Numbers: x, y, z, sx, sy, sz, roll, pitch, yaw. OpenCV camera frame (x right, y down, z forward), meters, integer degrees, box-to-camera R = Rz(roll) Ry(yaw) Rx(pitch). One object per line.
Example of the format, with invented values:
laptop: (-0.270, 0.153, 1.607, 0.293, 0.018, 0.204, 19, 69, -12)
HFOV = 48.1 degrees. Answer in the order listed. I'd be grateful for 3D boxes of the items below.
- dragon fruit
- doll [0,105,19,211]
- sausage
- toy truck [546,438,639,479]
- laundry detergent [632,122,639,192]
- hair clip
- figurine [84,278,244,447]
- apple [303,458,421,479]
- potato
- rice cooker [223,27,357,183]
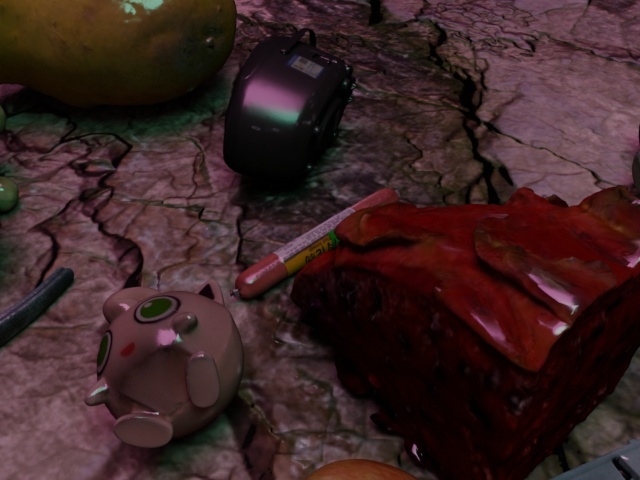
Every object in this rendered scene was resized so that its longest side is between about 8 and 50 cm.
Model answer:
dragon fruit: (0.159, -0.003, 0.583, 0.329, 0.228, 0.286, -28, 47, -20)
doll: (-0.420, -0.048, 0.718, 0.198, 0.186, 0.322, 20, 22, -17)
sausage: (0.000, 0.000, 0.733, 0.223, 0.029, 0.029, -31, 50, -24)
toy truck: (0.311, 0.173, 0.457, 0.338, 0.133, 0.184, -23, 38, -15)
laundry detergent: (0.439, -0.125, 0.774, 0.290, 0.094, 0.143, -29, 47, -24)
hair clip: (-0.327, 0.095, 0.668, 0.229, 0.039, 0.070, -32, 50, -31)
figurine: (-0.124, 0.095, 0.581, 0.125, 0.125, 0.138, -13, 29, -9)
apple: (0.019, 0.205, 0.437, 0.131, 0.146, 0.146, 41, 58, 12)
potato: (-0.300, -0.280, 0.857, 0.397, 0.290, 0.296, -19, 45, -43)
rice cooker: (-0.037, -0.152, 0.817, 0.118, 0.142, 0.203, 21, 49, 8)
